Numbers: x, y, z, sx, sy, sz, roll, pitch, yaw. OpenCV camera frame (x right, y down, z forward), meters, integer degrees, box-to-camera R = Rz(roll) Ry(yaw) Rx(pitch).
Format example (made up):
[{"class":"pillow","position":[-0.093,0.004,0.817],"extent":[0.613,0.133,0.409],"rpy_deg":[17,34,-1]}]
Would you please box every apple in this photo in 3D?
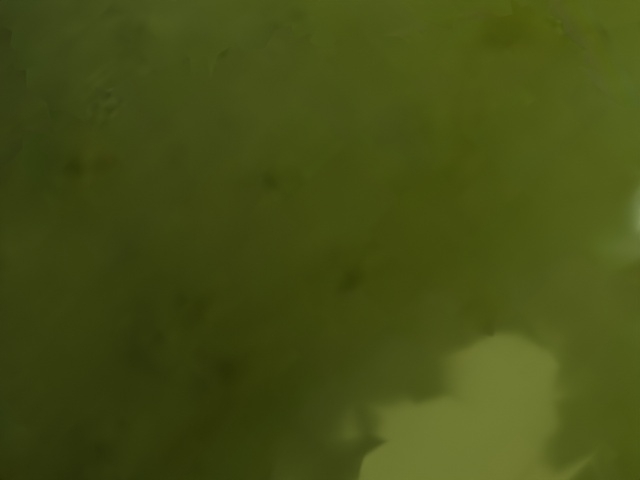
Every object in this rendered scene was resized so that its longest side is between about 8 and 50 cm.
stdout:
[{"class":"apple","position":[0.016,0.112,0.459],"extent":[0.320,0.311,0.360],"rpy_deg":[42,88,10]}]
